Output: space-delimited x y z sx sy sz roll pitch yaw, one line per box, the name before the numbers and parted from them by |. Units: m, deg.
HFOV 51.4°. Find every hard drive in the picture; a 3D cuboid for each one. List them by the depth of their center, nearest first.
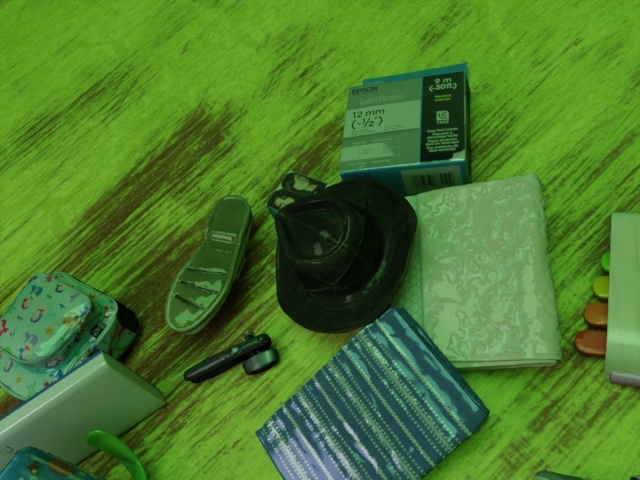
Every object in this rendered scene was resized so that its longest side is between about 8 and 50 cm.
hard drive | -0.462 0.335 1.182 0.318 0.210 0.040 -34 53 -3

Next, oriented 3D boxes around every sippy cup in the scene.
sippy cup | -0.421 0.447 1.031 0.224 0.305 0.240 36 95 -7

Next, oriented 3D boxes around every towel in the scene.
towel | 0.076 0.295 1.076 0.336 0.040 0.243 -44 61 6
towel | 0.233 0.056 1.144 0.316 0.053 0.332 -7 66 20

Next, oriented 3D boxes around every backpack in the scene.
backpack | -0.518 0.202 1.313 0.225 0.191 0.254 22 74 29

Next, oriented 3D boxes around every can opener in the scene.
can opener | -0.171 0.223 1.241 0.186 0.059 0.073 -20 55 6

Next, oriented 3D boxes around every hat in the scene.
hat | 0.000 0.000 1.174 0.331 0.134 0.332 -22 53 33

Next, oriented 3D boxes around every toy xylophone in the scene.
toy xylophone | 0.549 0.082 1.054 0.236 0.081 0.323 11 63 26

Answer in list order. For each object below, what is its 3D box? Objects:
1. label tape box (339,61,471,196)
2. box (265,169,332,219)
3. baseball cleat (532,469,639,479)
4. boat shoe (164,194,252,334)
label tape box | 0.182 -0.258 1.387 0.249 0.115 0.348 -4 59 18
box | 0.014 -0.057 1.351 0.244 0.060 0.101 22 69 30
baseball cleat | 0.413 0.364 0.944 0.205 0.072 0.109 24 56 26
boat shoe | -0.207 0.060 1.332 0.113 0.103 0.302 18 65 14
